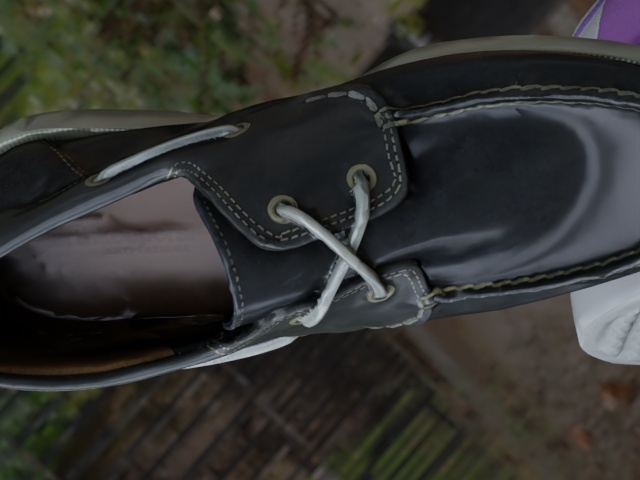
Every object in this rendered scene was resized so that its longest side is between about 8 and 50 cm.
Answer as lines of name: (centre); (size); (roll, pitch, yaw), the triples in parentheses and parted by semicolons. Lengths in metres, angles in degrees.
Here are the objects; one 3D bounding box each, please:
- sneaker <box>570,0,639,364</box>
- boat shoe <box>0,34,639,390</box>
sneaker: (0.201, -0.069, 0.612); (0.282, 0.161, 0.102); (-15, 151, 29)
boat shoe: (0.000, 0.000, 0.515); (0.079, 0.233, 0.084); (-66, -35, -60)
